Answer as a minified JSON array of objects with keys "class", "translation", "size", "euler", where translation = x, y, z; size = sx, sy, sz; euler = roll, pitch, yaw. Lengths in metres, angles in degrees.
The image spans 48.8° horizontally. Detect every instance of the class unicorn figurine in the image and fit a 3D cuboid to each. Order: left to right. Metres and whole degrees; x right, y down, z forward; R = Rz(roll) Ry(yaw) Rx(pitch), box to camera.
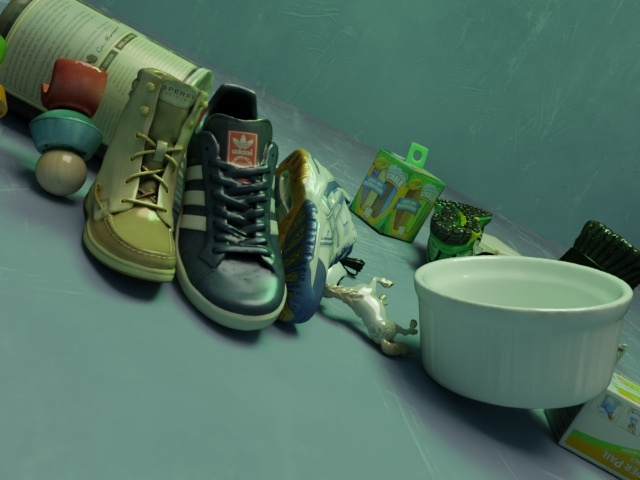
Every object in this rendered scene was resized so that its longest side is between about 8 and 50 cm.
[{"class":"unicorn figurine","translation":[0.066,0.093,0.971],"size":[0.111,0.060,0.162],"euler":[-5,41,-48]}]

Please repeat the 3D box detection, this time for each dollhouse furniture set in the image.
[{"class":"dollhouse furniture set","translation":[0.626,0.256,1.437],"size":[0.114,0.081,0.091],"euler":[29,14,3]}]

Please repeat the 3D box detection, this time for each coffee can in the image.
[{"class":"coffee can","translation":[-0.330,-0.233,1.068],"size":[0.275,0.202,0.201],"euler":[28,14,-3]}]

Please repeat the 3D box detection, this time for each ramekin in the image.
[{"class":"ramekin","translation":[0.261,0.115,0.943],"size":[0.277,0.135,0.277],"euler":[0,12,0]}]

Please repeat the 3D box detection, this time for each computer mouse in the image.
[{"class":"computer mouse","translation":[0.014,0.038,1.108],"size":[0.106,0.042,0.193],"euler":[30,14,1]}]

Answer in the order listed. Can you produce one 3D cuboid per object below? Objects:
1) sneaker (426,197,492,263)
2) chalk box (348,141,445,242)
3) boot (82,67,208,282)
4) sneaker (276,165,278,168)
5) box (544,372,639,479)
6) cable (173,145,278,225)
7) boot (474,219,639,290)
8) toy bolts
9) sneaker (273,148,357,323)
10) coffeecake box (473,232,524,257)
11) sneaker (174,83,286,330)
[{"class":"sneaker","translation":[0.293,-0.004,1.581],"size":[0.134,0.147,0.343],"euler":[19,20,16]},{"class":"chalk box","translation":[0.193,-0.125,1.665],"size":[0.132,0.213,0.132],"euler":[15,20,-43]},{"class":"boot","translation":[-0.191,-0.085,0.808],"size":[0.095,0.204,0.262],"euler":[20,15,-29]},{"class":"sneaker","translation":[-0.174,-0.158,1.383],"size":[0.212,0.080,0.094],"euler":[29,26,-2]},{"class":"box","translation":[0.437,0.268,0.988],"size":[0.203,0.103,0.114],"euler":[29,14,0]},{"class":"cable","translation":[-0.120,-0.065,1.122],"size":[0.257,0.089,0.257],"euler":[24,15,-23]},{"class":"boot","translation":[0.523,0.055,1.571],"size":[0.347,0.260,0.131],"euler":[32,14,11]},{"class":"toy bolts","translation":[-0.388,-0.135,0.864],"size":[0.228,0.159,0.218],"euler":[10,-19,-27]},{"class":"sneaker","translation":[0.000,0.000,0.948],"size":[0.131,0.111,0.297],"euler":[35,37,-28]},{"class":"coffeecake box","translation":[0.453,0.033,1.913],"size":[0.185,0.068,0.142],"euler":[15,20,-43]},{"class":"sneaker","translation":[-0.103,-0.060,0.844],"size":[0.131,0.148,0.350],"euler":[5,43,-23]}]
